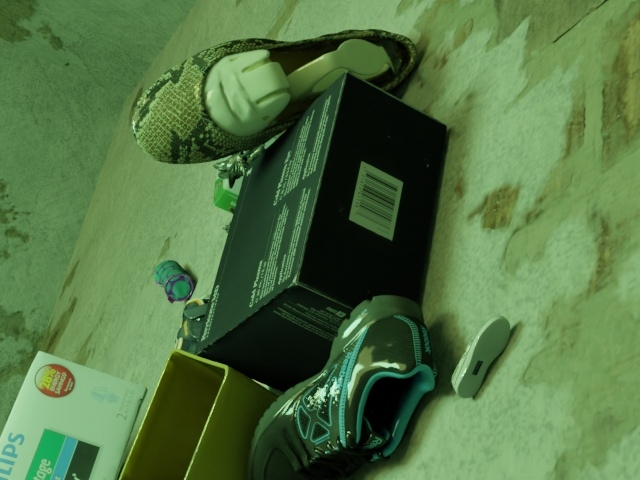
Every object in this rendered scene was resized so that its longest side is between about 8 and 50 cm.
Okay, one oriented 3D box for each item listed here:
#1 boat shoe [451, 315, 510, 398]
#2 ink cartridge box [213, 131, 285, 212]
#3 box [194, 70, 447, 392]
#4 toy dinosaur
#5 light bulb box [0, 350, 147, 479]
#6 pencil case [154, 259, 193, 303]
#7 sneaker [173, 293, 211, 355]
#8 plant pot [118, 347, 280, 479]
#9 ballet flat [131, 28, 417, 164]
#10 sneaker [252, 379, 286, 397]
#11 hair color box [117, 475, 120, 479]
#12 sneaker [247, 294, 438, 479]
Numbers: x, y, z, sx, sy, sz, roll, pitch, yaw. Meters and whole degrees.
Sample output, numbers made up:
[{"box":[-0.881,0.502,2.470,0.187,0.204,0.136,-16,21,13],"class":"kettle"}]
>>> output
[{"box":[0.171,0.122,1.151,0.100,0.035,0.035,-66,22,14],"class":"boat shoe"},{"box":[-0.126,-0.170,2.124,0.208,0.087,0.153,-52,24,33],"class":"ink cartridge box"},{"box":[0.000,0.000,1.494,0.312,0.179,0.343,-35,35,52],"class":"box"},{"box":[-0.071,-0.055,1.844,0.322,0.164,0.218,-34,47,22],"class":"toy dinosaur"},{"box":[-0.508,0.470,1.995,0.361,0.225,0.358,119,167,-45],"class":"light bulb box"},{"box":[-0.324,0.090,2.339,0.070,0.064,0.152,-49,20,-4],"class":"pencil case"},{"box":[-0.186,0.171,1.826,0.127,0.126,0.321,-69,19,4],"class":"sneaker"},{"box":[-0.125,0.288,1.440,0.212,0.187,0.212,3,69,63],"class":"plant pot"},{"box":[-0.047,-0.241,1.594,0.182,0.483,0.164,-11,99,55],"class":"ballet flat"},{"box":[-0.073,0.219,1.606,0.070,0.051,0.134,-56,19,27],"class":"sneaker"},{"box":[-0.363,0.518,1.961,0.093,0.053,0.167,-33,36,57],"class":"hair color box"},{"box":[0.019,0.226,1.273,0.341,0.125,0.139,-59,26,21],"class":"sneaker"}]
